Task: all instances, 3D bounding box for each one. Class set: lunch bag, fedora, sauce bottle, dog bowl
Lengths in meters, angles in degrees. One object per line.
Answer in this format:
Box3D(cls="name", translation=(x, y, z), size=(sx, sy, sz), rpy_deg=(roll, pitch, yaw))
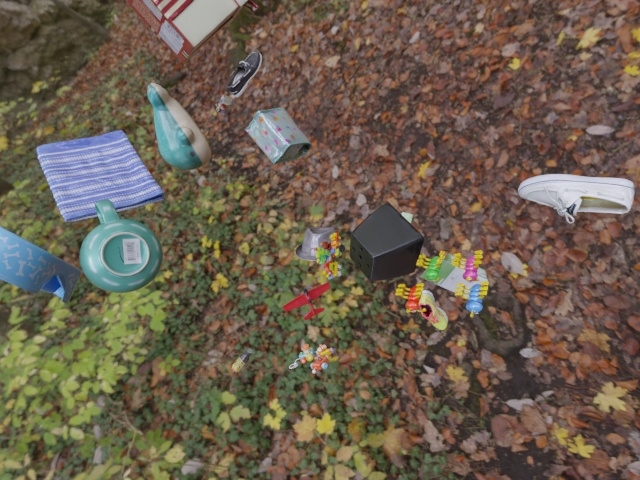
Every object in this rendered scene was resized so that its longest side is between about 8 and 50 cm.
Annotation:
Box3D(cls="lunch bag", translation=(-0.174, -0.483, 1.849), size=(0.223, 0.262, 0.160), rpy_deg=(50, 124, 4))
Box3D(cls="fedora", translation=(0.000, 0.000, 1.953), size=(0.244, 0.275, 0.124), rpy_deg=(4, 105, 17))
Box3D(cls="sauce bottle", translation=(-0.330, 0.505, 1.697), size=(0.128, 0.042, 0.042), rpy_deg=(-53, 37, 20))
Box3D(cls="dog bowl", translation=(-0.567, 0.040, 0.768), size=(0.074, 0.166, 0.297), rpy_deg=(-63, 3, -20))

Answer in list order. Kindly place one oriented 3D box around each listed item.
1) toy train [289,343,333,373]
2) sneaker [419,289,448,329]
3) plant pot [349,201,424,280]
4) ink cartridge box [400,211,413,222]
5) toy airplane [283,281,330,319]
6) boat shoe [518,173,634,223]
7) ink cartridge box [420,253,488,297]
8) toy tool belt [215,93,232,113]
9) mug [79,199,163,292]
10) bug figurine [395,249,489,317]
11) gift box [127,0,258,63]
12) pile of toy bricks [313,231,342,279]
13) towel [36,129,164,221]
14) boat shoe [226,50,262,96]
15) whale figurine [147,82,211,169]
Box3D(cls="toy train", translation=(-0.030, 0.375, 1.303), size=(0.166, 0.125, 0.046), rpy_deg=(-14, 101, 43))
Box3D(cls="sneaker", translation=(0.481, 0.321, 1.752), size=(0.082, 0.208, 0.094), rpy_deg=(-26, 18, 36))
Box3D(cls="plant pot", translation=(0.198, 0.022, 1.309), size=(0.187, 0.167, 0.188), rpy_deg=(51, 155, 34))
Box3D(cls="ink cartridge box", translation=(0.379, -0.032, 1.921), size=(0.235, 0.056, 0.170), rpy_deg=(72, -148, -85))
Box3D(cls="toy airplane", translation=(-0.032, 0.181, 1.155), size=(0.151, 0.151, 0.028), rpy_deg=(-50, 49, 18))
Box3D(cls="boat shoe", translation=(0.923, -0.141, 1.481), size=(0.368, 0.135, 0.156), rpy_deg=(9, 63, 29))
Box3D(cls="ink cartridge box", translation=(0.475, 0.119, 1.442), size=(0.062, 0.210, 0.108), rpy_deg=(-75, 10, -53))
Box3D(cls="toy tool belt", translation=(-0.326, -0.448, 1.352), size=(0.051, 0.052, 0.083), rpy_deg=(-41, 28, 35))
Box3D(cls="mug", translation=(-0.355, 0.018, 0.700), size=(0.097, 0.158, 0.129), rpy_deg=(-10, 42, 58))
Box3D(cls="bug figurine", translation=(0.368, 0.126, 1.169), size=(0.279, 0.072, 0.216), rpy_deg=(-7, 46, 45))
Box3D(cls="gift box", translation=(-0.349, -0.680, 1.121), size=(0.258, 0.255, 0.276), rpy_deg=(-49, 31, -11))
Box3D(cls="pile of toy bricks", translation=(0.019, 0.060, 1.695), size=(0.118, 0.105, 0.212), rpy_deg=(-35, 42, 44))
Box3D(cls="towel", translation=(-0.599, -0.188, 1.088), size=(0.336, 0.243, 0.040), rpy_deg=(48, 143, 31))
Box3D(cls="boat shoe", translation=(-0.189, -0.414, 0.985), size=(0.046, 0.038, 0.125), rpy_deg=(33, 89, 31))
Box3D(cls="whale figurine", translation=(-0.453, -0.334, 1.227), size=(0.141, 0.272, 0.216), rpy_deg=(-35, 40, -10))
